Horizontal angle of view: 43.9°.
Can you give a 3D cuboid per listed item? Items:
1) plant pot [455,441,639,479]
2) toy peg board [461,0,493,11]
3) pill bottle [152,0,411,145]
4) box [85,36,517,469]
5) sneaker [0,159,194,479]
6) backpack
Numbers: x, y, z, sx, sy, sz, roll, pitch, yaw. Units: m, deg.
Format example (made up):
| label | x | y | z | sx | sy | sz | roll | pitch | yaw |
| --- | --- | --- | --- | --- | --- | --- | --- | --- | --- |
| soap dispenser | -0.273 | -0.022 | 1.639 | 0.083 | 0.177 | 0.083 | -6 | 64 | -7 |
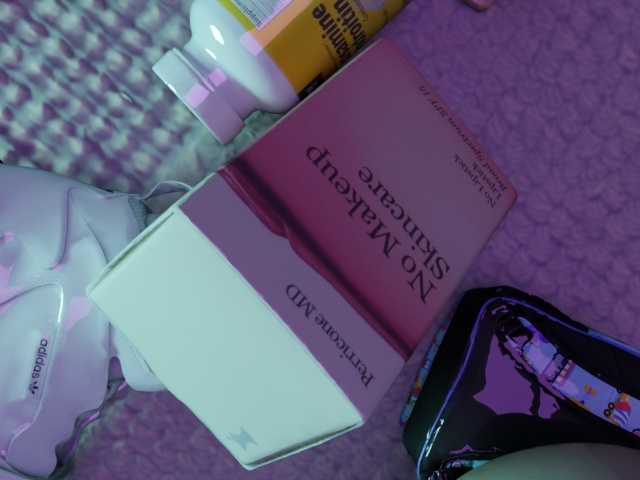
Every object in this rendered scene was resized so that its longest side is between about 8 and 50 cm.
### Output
| label | x | y | z | sx | sy | sz | roll | pitch | yaw |
| --- | --- | --- | --- | --- | --- | --- | --- | --- | --- |
| plant pot | 0.159 | 0.281 | 0.429 | 0.322 | 0.280 | 0.323 | 1 | 126 | 1 |
| toy peg board | 0.102 | -0.284 | 0.575 | 0.161 | 0.079 | 0.161 | 31 | 91 | -5 |
| pill bottle | -0.026 | -0.156 | 0.560 | 0.184 | 0.103 | 0.103 | -43 | 95 | -1 |
| box | 0.000 | 0.000 | 0.499 | 0.149 | 0.126 | 0.232 | 49 | 46 | -6 |
| sneaker | -0.179 | 0.122 | 0.545 | 0.210 | 0.137 | 0.366 | 3 | 89 | -2 |
| backpack | 0.164 | 0.128 | 0.581 | 0.173 | 0.117 | 0.158 | 22 | 91 | -4 |
